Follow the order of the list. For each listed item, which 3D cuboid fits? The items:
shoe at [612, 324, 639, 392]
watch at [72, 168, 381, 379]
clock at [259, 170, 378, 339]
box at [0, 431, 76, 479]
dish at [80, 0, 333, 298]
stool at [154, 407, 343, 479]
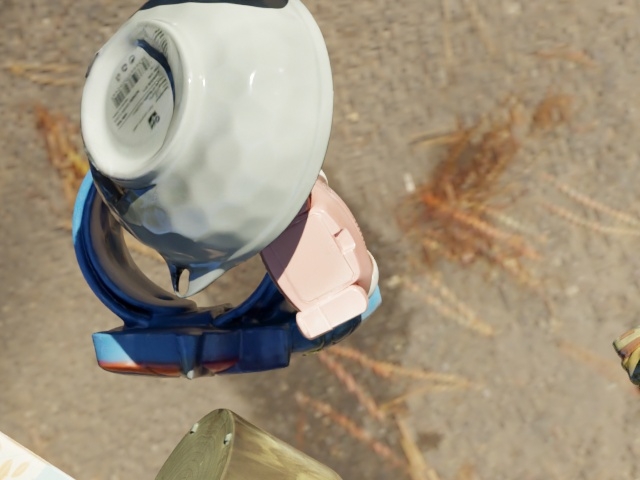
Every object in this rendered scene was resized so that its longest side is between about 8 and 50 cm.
[{"bbox_3d":[0.280,0.087,1.305,0.109,0.072,0.069,-21,80,24],"label":"shoe"},{"bbox_3d":[-0.098,0.002,1.795,0.305,0.241,0.274,-7,92,8],"label":"watch"},{"bbox_3d":[0.000,0.000,1.640,0.093,0.162,0.166,-29,99,13],"label":"clock"},{"bbox_3d":[-0.395,0.392,1.871,0.385,0.344,0.122,30,161,16],"label":"box"},{"bbox_3d":[-0.128,-0.112,1.530,0.303,0.120,0.303,-10,75,41],"label":"dish"},{"bbox_3d":[-0.023,0.290,1.551,0.264,0.179,0.179,32,132,-17],"label":"stool"}]
